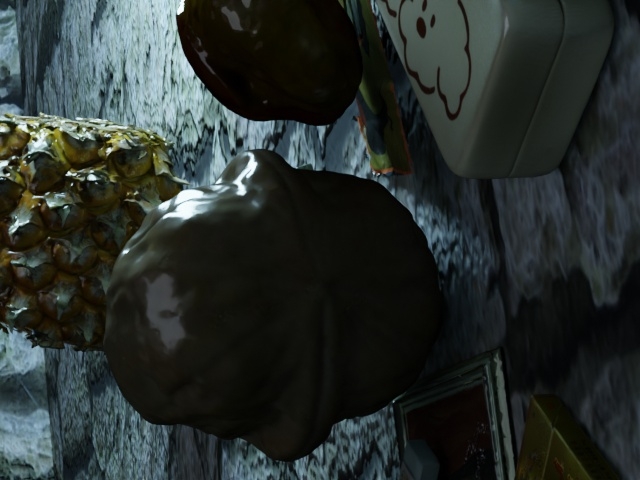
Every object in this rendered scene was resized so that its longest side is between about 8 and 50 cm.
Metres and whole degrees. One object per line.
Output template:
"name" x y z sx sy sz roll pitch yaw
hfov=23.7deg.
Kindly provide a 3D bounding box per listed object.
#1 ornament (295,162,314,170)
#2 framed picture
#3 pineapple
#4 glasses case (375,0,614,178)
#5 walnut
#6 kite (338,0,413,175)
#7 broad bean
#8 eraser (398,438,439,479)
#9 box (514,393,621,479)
"ornament" -0.032 -0.044 1.480 0.068 0.092 0.041 -35 94 26
"framed picture" 0.106 0.231 1.155 0.216 0.016 0.273 139 127 -68
"pineapple" -0.327 -0.010 1.970 0.352 0.352 0.300 -157 73 -70
"glasses case" 0.093 -0.201 1.050 0.144 0.076 0.336 106 155 -42
"walnut" -0.038 0.050 1.193 0.273 0.273 0.227 139 149 -67
"kite" 0.016 -0.199 1.225 0.327 0.013 0.377 79 174 -52
"broad bean" -0.040 -0.153 1.200 0.156 0.122 0.228 55 180 -9
"eraser" 0.074 0.199 1.191 0.038 0.019 0.083 -121 33 -58
"box" 0.163 0.173 0.960 0.156 0.022 0.089 -121 34 -56
